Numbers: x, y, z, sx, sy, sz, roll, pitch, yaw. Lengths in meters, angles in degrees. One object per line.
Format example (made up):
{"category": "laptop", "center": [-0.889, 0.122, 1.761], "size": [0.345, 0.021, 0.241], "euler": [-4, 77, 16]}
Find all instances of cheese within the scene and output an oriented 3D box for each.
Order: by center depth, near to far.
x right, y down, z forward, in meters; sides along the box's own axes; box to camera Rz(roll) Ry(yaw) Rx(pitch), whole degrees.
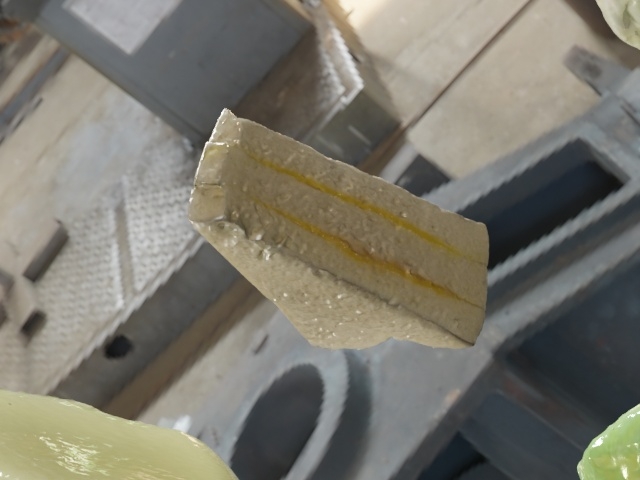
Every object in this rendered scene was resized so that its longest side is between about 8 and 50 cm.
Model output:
{"category": "cheese", "center": [-0.051, 0.105, 0.385], "size": [0.255, 0.127, 0.050], "euler": [22, 97, 58]}

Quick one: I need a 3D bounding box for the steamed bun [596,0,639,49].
{"category": "steamed bun", "center": [0.349, -0.264, 0.948], "size": [0.280, 0.268, 0.207], "euler": [126, 159, -57]}

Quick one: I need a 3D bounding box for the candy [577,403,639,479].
{"category": "candy", "center": [0.310, 0.264, 0.879], "size": [0.343, 0.132, 0.142], "euler": [63, 151, 24]}

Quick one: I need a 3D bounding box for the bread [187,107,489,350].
{"category": "bread", "center": [0.015, -0.005, 0.674], "size": [0.105, 0.152, 0.077], "euler": [-5, 58, 28]}
